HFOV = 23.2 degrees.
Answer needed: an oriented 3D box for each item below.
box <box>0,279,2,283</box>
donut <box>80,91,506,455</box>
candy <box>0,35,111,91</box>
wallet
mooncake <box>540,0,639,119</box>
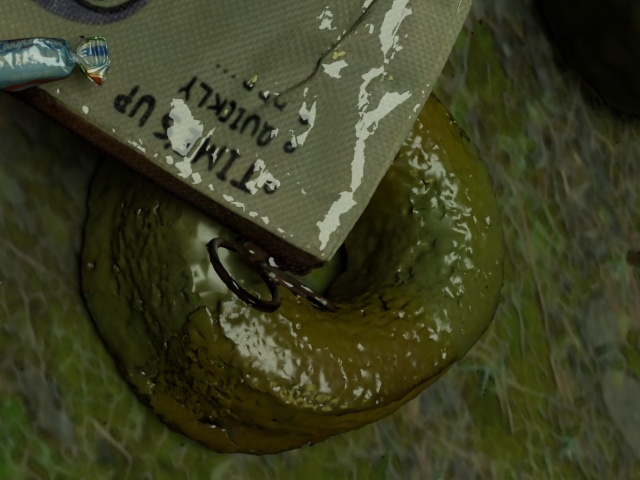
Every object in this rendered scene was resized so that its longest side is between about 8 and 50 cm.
[{"bbox_3d":[-0.242,-0.007,0.789,0.151,0.151,0.135,-28,107,-29],"label":"box"},{"bbox_3d":[0.000,0.000,0.941,0.272,0.107,0.272,4,81,-30],"label":"donut"},{"bbox_3d":[-0.147,-0.087,0.787,0.083,0.020,0.030,-10,93,-12],"label":"candy"},{"bbox_3d":[-0.068,-0.150,0.829,0.335,0.068,0.275,34,85,-2],"label":"wallet"},{"bbox_3d":[0.259,-0.193,1.099,0.228,0.124,0.228,7,75,-29],"label":"mooncake"}]
